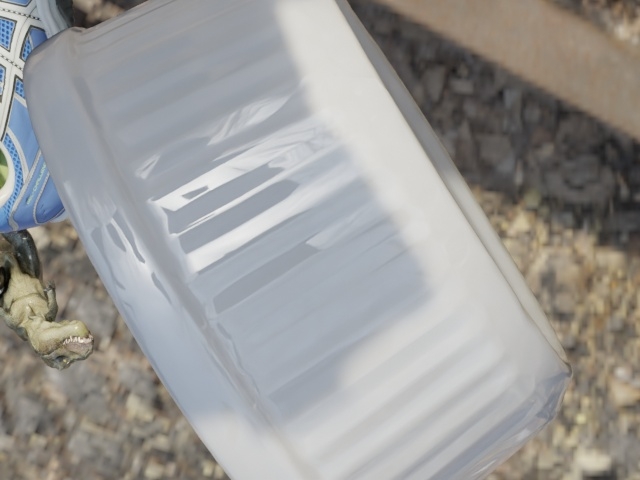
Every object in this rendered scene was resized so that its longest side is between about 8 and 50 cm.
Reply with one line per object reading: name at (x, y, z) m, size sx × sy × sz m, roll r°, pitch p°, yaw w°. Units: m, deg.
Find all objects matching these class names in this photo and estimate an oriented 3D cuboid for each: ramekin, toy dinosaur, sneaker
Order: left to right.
sneaker at (-0.180, -0.102, 1.010) m, size 0.080 × 0.081 × 0.211 m, roll -4°, pitch 110°, yaw 49°
toy dinosaur at (-0.249, 0.014, 1.481) m, size 0.064 × 0.268 × 0.118 m, roll -26°, pitch 118°, yaw -9°
ramekin at (0.000, 0.000, 0.795) m, size 0.127 × 0.273 × 0.273 m, roll -32°, pitch 113°, yaw 7°
